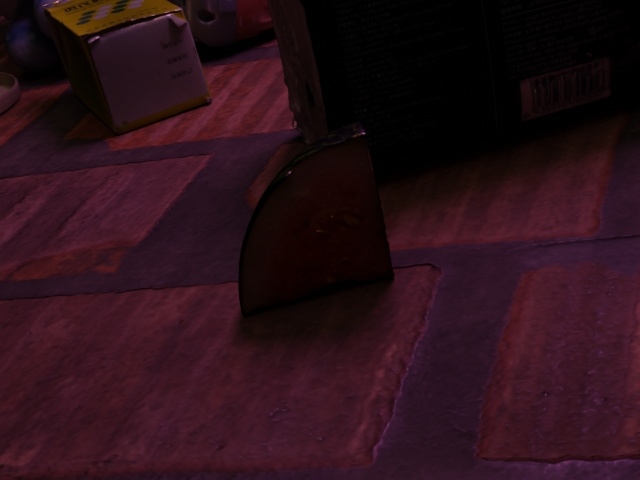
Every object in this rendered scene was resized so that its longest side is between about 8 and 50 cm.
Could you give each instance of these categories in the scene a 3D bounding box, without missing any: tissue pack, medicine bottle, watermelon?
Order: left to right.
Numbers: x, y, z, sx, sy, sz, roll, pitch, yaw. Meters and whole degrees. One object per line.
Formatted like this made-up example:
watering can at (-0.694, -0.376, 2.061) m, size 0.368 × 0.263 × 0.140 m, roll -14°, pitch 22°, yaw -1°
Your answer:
medicine bottle at (-0.253, -0.246, 1.837) m, size 0.137 × 0.141 × 0.250 m, roll -24°, pitch 26°, yaw -14°
watermelon at (-0.013, -0.015, 1.241) m, size 0.145 × 0.193 × 0.137 m, roll -15°, pitch 68°, yaw 1°
tissue pack at (0.156, -0.252, 1.476) m, size 0.417 × 0.264 × 0.253 m, roll -18°, pitch 27°, yaw -8°

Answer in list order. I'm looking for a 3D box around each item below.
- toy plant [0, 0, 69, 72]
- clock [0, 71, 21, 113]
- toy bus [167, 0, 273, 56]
toy plant at (-0.390, -0.378, 2.110) m, size 0.247 × 0.247 × 0.332 m, roll -18°, pitch 28°, yaw -9°
clock at (-0.540, -0.189, 1.994) m, size 0.235 × 0.029 × 0.235 m, roll -11°, pitch 24°, yaw 5°
toy bus at (-0.138, -0.388, 2.031) m, size 0.232 × 0.194 × 0.288 m, roll -13°, pitch 22°, yaw -19°
